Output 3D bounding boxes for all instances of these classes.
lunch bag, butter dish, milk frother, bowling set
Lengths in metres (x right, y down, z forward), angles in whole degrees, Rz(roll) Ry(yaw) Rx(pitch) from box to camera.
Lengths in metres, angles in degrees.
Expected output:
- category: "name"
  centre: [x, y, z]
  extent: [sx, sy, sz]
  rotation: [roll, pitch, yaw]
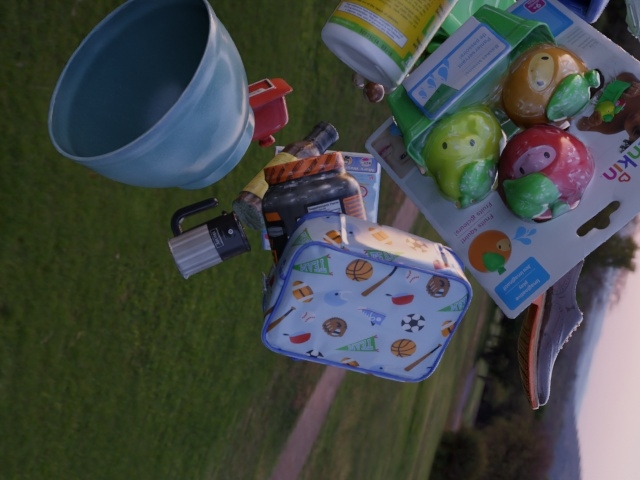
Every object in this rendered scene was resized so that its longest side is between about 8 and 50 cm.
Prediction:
- category: "lunch bag"
  centre: [0.058, 0.094, 1.214]
  extent: [0.115, 0.303, 0.243]
  rotation: [-92, -158, -57]
- category: "butter dish"
  centre: [-0.125, -0.243, 1.588]
  extent: [0.160, 0.160, 0.118]
  rotation: [-122, -170, -67]
- category: "milk frother"
  centre: [-0.209, 0.001, 1.512]
  extent: [0.143, 0.135, 0.129]
  rotation: [71, -4, -66]
- category: "bowling set"
  centre: [0.124, -0.457, 2.045]
  extent: [0.200, 0.154, 0.287]
  rotation: [-56, 153, -30]

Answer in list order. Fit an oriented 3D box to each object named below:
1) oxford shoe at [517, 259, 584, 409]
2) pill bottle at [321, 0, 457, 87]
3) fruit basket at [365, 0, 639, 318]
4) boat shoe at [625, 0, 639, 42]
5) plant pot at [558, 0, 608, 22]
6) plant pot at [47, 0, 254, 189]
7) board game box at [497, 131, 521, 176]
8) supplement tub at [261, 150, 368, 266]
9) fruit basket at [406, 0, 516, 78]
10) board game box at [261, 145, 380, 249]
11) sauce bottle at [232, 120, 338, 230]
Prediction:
- category: "oxford shoe"
  centre: [0.382, 0.150, 1.309]
  extent: [0.097, 0.098, 0.271]
  rotation: [-80, 171, -77]
- category: "pill bottle"
  centre: [0.122, -0.353, 1.126]
  extent: [0.245, 0.136, 0.136]
  rotation: [-56, 160, 0]
- category: "fruit basket"
  centre: [0.254, -0.132, 1.008]
  extent: [0.327, 0.353, 0.165]
  rotation: [-42, 138, 11]
- category: "boat shoe"
  centre: [0.678, -0.462, 1.645]
  extent: [0.095, 0.084, 0.258]
  rotation: [-6, 90, -30]
- category: "plant pot"
  centre: [0.357, -0.491, 1.120]
  extent: [0.212, 0.236, 0.236]
  rotation: [-54, 165, -8]
- category: "plant pot"
  centre: [-0.219, -0.193, 1.167]
  extent: [0.196, 0.293, 0.293]
  rotation: [41, 62, -47]
- category: "board game box"
  centre: [0.461, -0.205, 1.888]
  extent: [0.170, 0.141, 0.048]
  rotation: [-29, 116, -30]
- category: "supplement tub"
  centre: [0.000, 0.000, 1.616]
  extent: [0.207, 0.207, 0.338]
  rotation: [-26, 105, -66]
- category: "fruit basket"
  centre: [0.232, -0.339, 1.556]
  extent: [0.392, 0.283, 0.392]
  rotation: [-21, 124, -36]
- category: "board game box"
  centre: [0.008, -0.109, 2.220]
  extent: [0.086, 0.308, 0.302]
  rotation: [91, 5, -58]
- category: "sauce bottle"
  centre: [-0.078, -0.173, 2.010]
  extent: [0.344, 0.111, 0.111]
  rotation: [-50, 150, -26]
